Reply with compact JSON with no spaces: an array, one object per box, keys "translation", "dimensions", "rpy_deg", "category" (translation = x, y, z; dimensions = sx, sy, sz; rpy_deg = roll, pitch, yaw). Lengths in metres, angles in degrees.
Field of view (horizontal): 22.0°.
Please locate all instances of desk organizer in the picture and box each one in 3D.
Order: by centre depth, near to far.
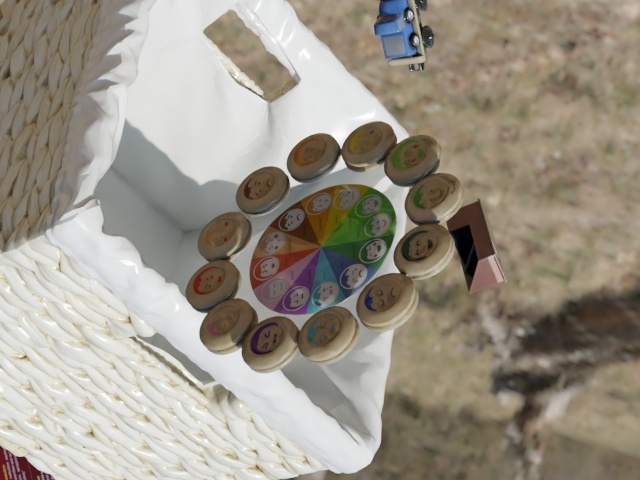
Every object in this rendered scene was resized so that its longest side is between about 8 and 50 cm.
[{"translation":[0.194,0.007,2.081],"dimensions":[0.130,0.050,0.047],"rpy_deg":[-98,-16,-56],"category":"desk organizer"}]

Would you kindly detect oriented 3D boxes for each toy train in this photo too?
[{"translation":[0.038,-0.176,0.983],"dimensions":[0.027,0.158,0.036],"rpy_deg":[-5,-165,36],"category":"toy train"}]

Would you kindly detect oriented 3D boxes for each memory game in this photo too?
[{"translation":[0.000,0.000,0.980],"dimensions":[0.186,0.186,0.012],"rpy_deg":[15,152,42],"category":"memory game"}]

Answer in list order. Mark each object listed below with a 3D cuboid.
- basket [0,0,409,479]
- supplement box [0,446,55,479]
[{"translation":[-0.131,-0.014,1.245],"dimensions":[0.266,0.331,0.328],"rpy_deg":[-19,134,33],"category":"basket"},{"translation":[-0.342,0.222,1.656],"dimensions":[0.239,0.130,0.073],"rpy_deg":[-15,157,-5],"category":"supplement box"}]
